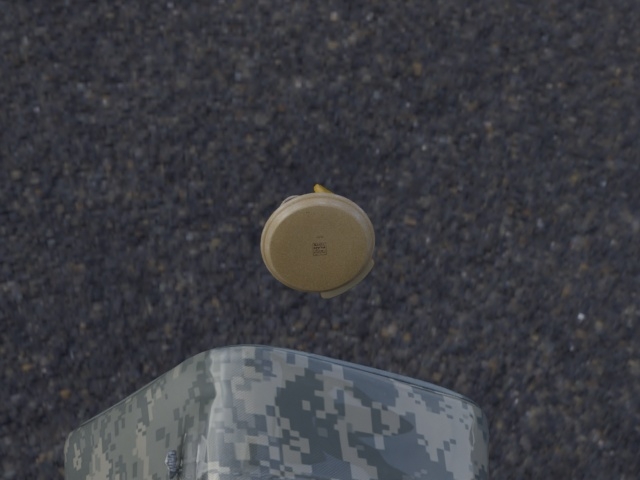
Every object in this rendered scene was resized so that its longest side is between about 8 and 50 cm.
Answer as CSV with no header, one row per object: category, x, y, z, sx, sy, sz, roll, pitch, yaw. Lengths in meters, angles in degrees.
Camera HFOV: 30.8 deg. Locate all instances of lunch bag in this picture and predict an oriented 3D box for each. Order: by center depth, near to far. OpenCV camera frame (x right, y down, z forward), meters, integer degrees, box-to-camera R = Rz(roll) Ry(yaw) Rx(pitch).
lunch bag,-0.043,0.226,0.706,0.212,0.305,0.256,15,63,-28

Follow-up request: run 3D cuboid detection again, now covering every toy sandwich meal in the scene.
toy sandwich meal,0.000,0.000,0.787,0.085,0.086,0.029,-1,30,-5
